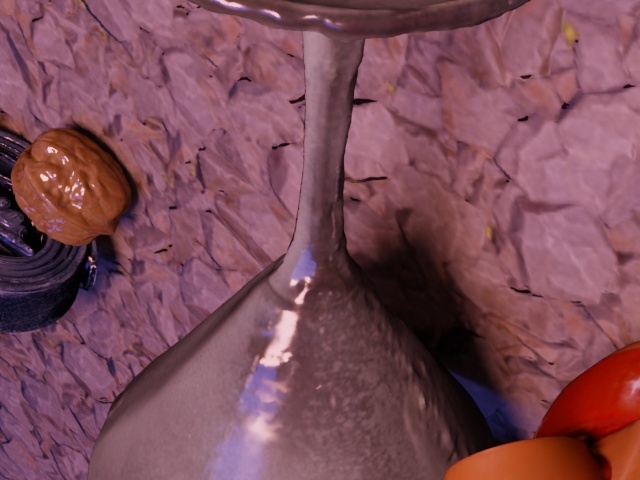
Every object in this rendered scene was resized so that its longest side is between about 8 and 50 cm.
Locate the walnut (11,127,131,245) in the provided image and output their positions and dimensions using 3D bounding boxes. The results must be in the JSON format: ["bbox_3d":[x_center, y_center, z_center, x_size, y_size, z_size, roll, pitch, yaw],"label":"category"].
[{"bbox_3d":[-0.195,-0.040,1.003,0.079,0.082,0.096,-39,99,23],"label":"walnut"}]

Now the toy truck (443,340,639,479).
[{"bbox_3d":[0.189,0.182,0.661,0.265,0.239,0.189,46,143,5],"label":"toy truck"}]

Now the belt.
[{"bbox_3d":[-0.272,-0.012,1.054,0.190,0.141,0.082,40,144,12],"label":"belt"}]

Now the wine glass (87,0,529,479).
[{"bbox_3d":[0.000,0.000,0.685,0.267,0.267,0.406,31,138,24],"label":"wine glass"}]
